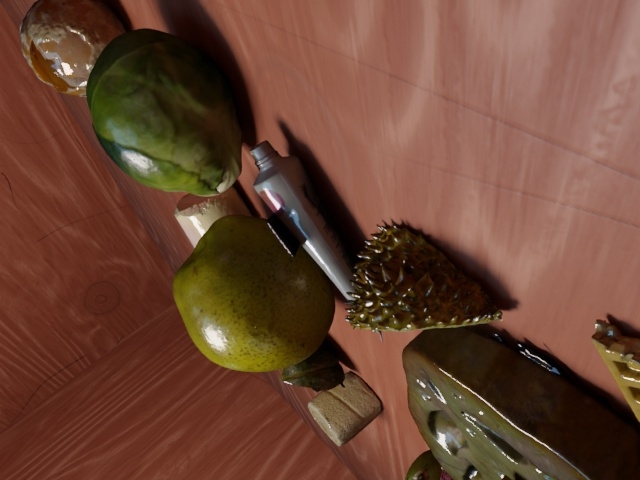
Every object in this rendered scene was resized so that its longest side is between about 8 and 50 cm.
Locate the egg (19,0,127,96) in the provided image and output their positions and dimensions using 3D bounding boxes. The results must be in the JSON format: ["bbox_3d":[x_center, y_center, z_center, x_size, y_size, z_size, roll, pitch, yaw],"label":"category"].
[{"bbox_3d":[-0.467,-0.373,1.032,0.233,0.195,0.195,27,149,47],"label":"egg"}]

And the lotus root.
[{"bbox_3d":[0.251,0.266,0.700,0.375,0.111,0.390,53,161,3],"label":"lotus root"}]

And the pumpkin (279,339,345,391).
[{"bbox_3d":[-0.015,0.274,1.351,0.163,0.111,0.278,13,-175,-7],"label":"pumpkin"}]

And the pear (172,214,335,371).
[{"bbox_3d":[-0.114,0.099,0.980,0.294,0.294,0.294,44,160,21],"label":"pear"}]

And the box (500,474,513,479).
[{"bbox_3d":[0.269,0.343,0.612,0.155,0.023,0.086,33,146,39],"label":"box"}]

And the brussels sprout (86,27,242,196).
[{"bbox_3d":[-0.223,-0.179,0.831,0.219,0.210,0.271,40,174,42],"label":"brussels sprout"}]

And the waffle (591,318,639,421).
[{"bbox_3d":[0.314,0.118,0.405,0.125,0.032,0.191,57,158,-10],"label":"waffle"}]

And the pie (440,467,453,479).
[{"bbox_3d":[0.269,0.413,0.892,0.153,0.154,0.038,38,123,34],"label":"pie"}]

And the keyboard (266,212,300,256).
[{"bbox_3d":[-0.049,-0.023,0.842,0.067,0.011,0.202,52,-170,-8],"label":"keyboard"}]

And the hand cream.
[{"bbox_3d":[0.000,0.000,0.810,0.340,0.078,0.124,57,-172,-17],"label":"hand cream"}]

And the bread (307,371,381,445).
[{"bbox_3d":[0.060,0.417,1.344,0.134,0.141,0.148,49,160,18],"label":"bread"}]

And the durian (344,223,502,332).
[{"bbox_3d":[0.105,0.068,0.679,0.139,0.144,0.252,33,159,-14],"label":"durian"}]

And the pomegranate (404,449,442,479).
[{"bbox_3d":[0.257,0.485,1.005,0.210,0.179,0.180,30,170,-24],"label":"pomegranate"}]

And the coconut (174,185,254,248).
[{"bbox_3d":[-0.218,-0.039,1.145,0.147,0.147,0.152,22,147,55],"label":"coconut"}]
